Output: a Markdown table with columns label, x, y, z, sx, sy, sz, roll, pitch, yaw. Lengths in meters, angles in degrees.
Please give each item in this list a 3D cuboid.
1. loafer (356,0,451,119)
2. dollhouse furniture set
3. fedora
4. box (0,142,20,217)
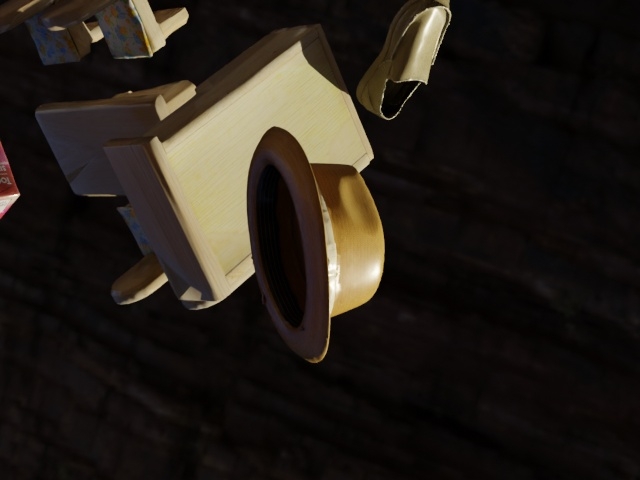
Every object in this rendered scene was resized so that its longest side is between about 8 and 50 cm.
| label | x | y | z | sx | sy | sz | roll | pitch | yaw |
| --- | --- | --- | --- | --- | --- | --- | --- | --- | --- |
| loafer | 0.089 | -0.178 | 1.381 | 0.056 | 0.148 | 0.050 | -1 | -134 | -35 |
| dollhouse furniture set | -0.185 | -0.083 | 1.484 | 0.394 | 0.362 | 0.256 | 1 | -147 | 45 |
| fedora | 0.000 | 0.000 | 1.149 | 0.079 | 0.194 | 0.194 | -11 | -162 | -20 |
| box | -0.319 | -0.032 | 0.788 | 0.257 | 0.123 | 0.128 | -12 | 163 | -37 |
